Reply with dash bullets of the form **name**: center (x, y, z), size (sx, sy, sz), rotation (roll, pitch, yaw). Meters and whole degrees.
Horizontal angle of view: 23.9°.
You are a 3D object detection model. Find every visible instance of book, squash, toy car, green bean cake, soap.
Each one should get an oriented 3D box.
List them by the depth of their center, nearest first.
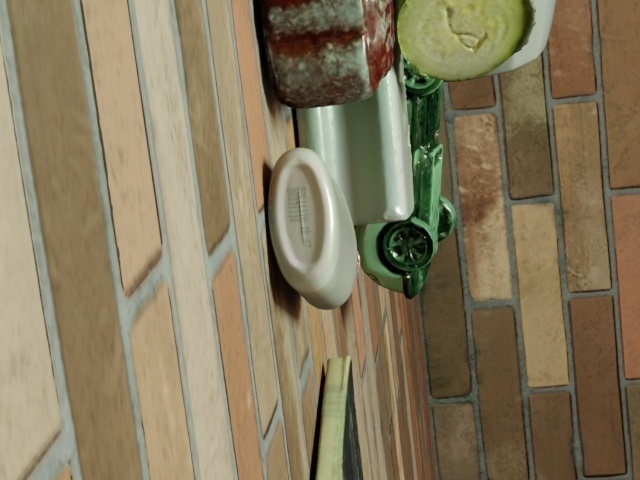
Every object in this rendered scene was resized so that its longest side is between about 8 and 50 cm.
- **green bean cake**: center (0.003, -0.226, 1.184), size (0.198, 0.097, 0.232), rotation (-64, 148, -78)
- **book**: center (0.020, 0.298, 1.228), size (0.374, 0.028, 0.262), rotation (-83, 168, -64)
- **squash**: center (0.117, -0.239, 1.303), size (0.123, 0.123, 0.186), rotation (78, 8, -46)
- **soap**: center (0.027, -0.162, 1.354), size (0.173, 0.095, 0.289), rotation (-41, 125, -81)
- **toy car**: center (0.072, -0.097, 1.523), size (0.136, 0.125, 0.305), rotation (-45, 137, -70)

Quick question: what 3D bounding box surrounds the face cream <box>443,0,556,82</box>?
- **face cream**: center (0.118, -0.362, 1.621), size (0.312, 0.219, 0.357), rotation (24, -44, 59)

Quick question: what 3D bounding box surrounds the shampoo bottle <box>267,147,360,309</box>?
- **shampoo bottle**: center (0.000, 0.000, 1.174), size (0.221, 0.051, 0.108), rotation (51, 31, -78)
